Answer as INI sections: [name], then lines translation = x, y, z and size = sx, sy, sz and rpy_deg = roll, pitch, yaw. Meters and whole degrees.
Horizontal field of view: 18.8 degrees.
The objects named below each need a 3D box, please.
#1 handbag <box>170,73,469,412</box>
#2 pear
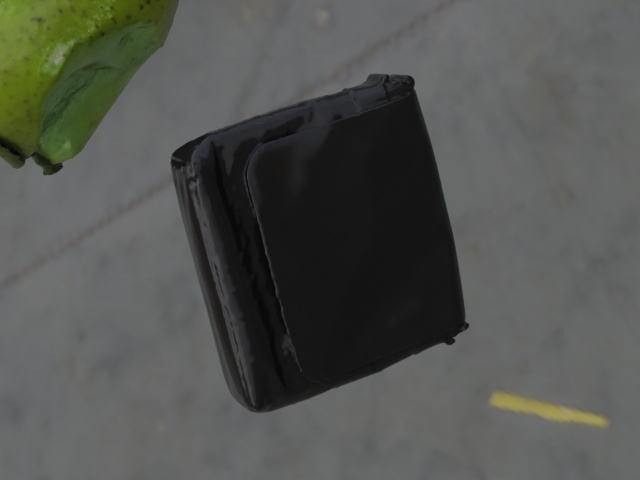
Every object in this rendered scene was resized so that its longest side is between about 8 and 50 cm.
[handbag]
translation = 0.000, 0.000, 1.620
size = 0.080, 0.223, 0.247
rpy_deg = 23, 130, 63
[pear]
translation = -0.228, -0.205, 1.792
size = 0.159, 0.292, 0.292
rpy_deg = 45, 104, 7
